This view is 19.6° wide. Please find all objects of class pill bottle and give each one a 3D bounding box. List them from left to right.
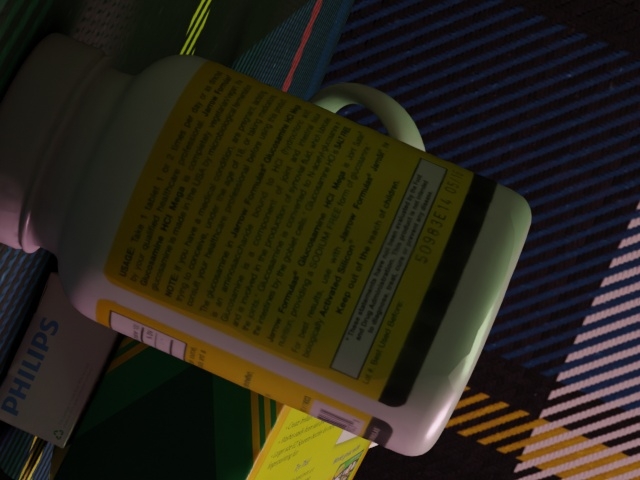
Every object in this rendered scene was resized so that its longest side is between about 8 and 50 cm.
[{"bbox_3d":[-0.048,-0.007,1.208,0.188,0.334,0.188,24,90,-88],"label":"pill bottle"}]

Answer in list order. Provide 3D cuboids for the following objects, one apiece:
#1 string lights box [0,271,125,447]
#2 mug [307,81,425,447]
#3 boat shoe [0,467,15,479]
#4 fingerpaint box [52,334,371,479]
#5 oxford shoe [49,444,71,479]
[{"bbox_3d":[-0.212,0.101,1.663,0.260,0.077,0.133,5,110,-87],"label":"string lights box"},{"bbox_3d":[0.000,0.000,2.122,0.328,0.276,0.374,45,-61,43],"label":"mug"},{"bbox_3d":[-0.288,0.251,1.444,0.233,0.079,0.084,-59,174,-62],"label":"boat shoe"},{"bbox_3d":[-0.044,0.116,1.709,0.371,0.163,0.445,-63,166,13],"label":"fingerpaint box"},{"bbox_3d":[-0.175,0.077,1.868,0.130,0.169,0.449,17,109,-43],"label":"oxford shoe"}]
